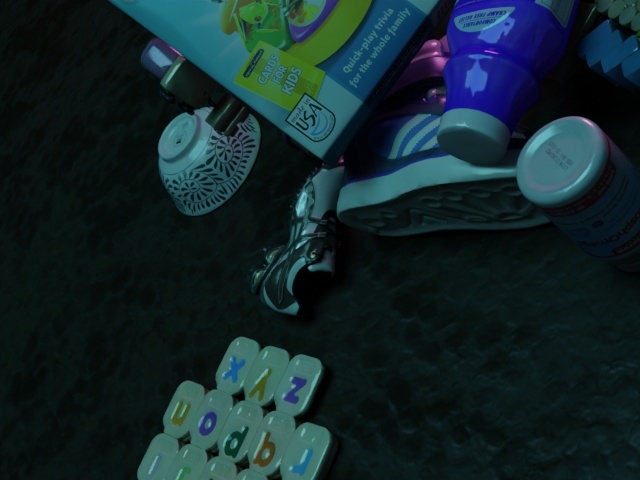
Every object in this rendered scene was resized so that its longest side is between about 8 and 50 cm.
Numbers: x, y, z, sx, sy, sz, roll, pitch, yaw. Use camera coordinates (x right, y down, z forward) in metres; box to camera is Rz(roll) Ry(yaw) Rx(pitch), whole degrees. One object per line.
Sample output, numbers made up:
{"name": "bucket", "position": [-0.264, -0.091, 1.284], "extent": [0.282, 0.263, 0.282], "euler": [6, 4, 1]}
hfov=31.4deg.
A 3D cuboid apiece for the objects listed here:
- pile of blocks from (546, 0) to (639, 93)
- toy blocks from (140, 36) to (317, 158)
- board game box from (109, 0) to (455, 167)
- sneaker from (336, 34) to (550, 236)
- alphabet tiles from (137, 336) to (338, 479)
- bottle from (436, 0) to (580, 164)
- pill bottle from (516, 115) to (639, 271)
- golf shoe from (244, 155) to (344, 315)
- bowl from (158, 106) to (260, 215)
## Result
{"name": "pile of blocks", "position": [0.311, -0.195, 1.121], "extent": [0.149, 0.112, 0.362], "euler": [-60, 30, 7]}
{"name": "toy blocks", "position": [-0.076, -0.293, 1.438], "extent": [0.309, 0.288, 0.260], "euler": [-54, 45, 4]}
{"name": "board game box", "position": [-0.049, -0.279, 1.211], "extent": [0.336, 0.079, 0.254], "euler": [37, 94, 10]}
{"name": "sneaker", "position": [0.152, -0.136, 1.212], "extent": [0.322, 0.130, 0.236], "euler": [-8, 61, 49]}
{"name": "alphabet tiles", "position": [-0.100, 0.248, 1.279], "extent": [0.284, 0.021, 0.278], "euler": [9, 70, 48]}
{"name": "bottle", "position": [0.182, -0.209, 1.096], "extent": [0.118, 0.092, 0.283], "euler": [0, 60, 44]}
{"name": "pill bottle", "position": [0.250, -0.035, 1.016], "extent": [0.087, 0.160, 0.087], "euler": [-26, 47, 31]}
{"name": "golf shoe", "position": [0.000, 0.000, 1.326], "extent": [0.094, 0.077, 0.198], "euler": [32, 94, 40]}
{"name": "bowl", "position": [-0.170, -0.126, 1.575], "extent": [0.170, 0.080, 0.170], "euler": [-25, 48, 31]}
